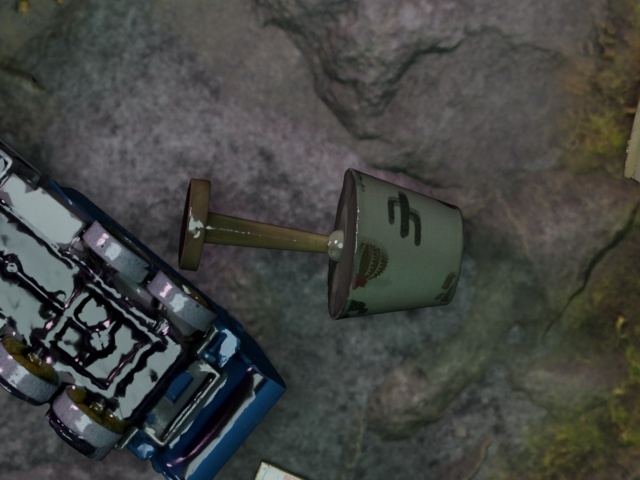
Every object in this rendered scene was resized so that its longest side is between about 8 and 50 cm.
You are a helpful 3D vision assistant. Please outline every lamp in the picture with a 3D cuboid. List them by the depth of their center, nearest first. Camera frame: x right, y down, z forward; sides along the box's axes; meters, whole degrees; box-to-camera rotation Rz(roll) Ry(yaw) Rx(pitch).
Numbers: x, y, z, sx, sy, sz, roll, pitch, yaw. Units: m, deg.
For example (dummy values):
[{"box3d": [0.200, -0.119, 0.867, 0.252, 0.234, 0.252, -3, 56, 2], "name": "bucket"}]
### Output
[{"box3d": [0.000, 0.000, 1.230, 0.214, 0.121, 0.121, 9, 92, -9], "name": "lamp"}]

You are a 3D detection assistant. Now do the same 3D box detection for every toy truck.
[{"box3d": [-0.201, 0.040, 1.220, 0.367, 0.175, 0.146, 40, 92, 2], "name": "toy truck"}]

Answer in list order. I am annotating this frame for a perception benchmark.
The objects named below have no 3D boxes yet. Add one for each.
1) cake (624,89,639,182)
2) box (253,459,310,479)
[{"box3d": [0.271, -0.098, 1.248, 0.052, 0.065, 0.121, 12, 99, 6], "name": "cake"}, {"box3d": [-0.019, 0.217, 1.293, 0.083, 0.012, 0.046, 23, 93, 3], "name": "box"}]
